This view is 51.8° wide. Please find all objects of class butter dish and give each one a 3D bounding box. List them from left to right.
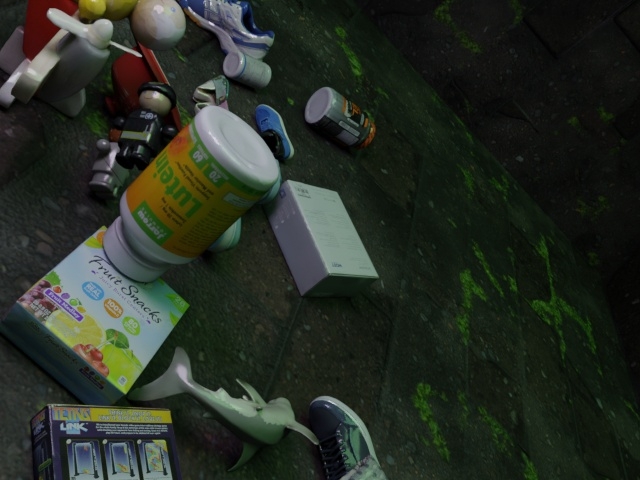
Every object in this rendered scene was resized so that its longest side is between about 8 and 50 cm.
[{"bbox_3d":[-0.337,-0.267,1.210,0.160,0.118,0.160,60,-12,19],"label":"butter dish"}]

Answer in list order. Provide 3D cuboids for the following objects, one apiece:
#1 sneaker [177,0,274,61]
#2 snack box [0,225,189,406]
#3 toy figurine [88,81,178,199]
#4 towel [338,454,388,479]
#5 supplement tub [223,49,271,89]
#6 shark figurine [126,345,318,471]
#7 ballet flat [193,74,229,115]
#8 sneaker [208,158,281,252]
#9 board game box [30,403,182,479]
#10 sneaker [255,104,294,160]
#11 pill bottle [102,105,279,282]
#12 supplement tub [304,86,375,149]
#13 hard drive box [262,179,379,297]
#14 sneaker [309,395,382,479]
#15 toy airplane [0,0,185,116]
[{"bbox_3d":[-0.240,-0.580,1.676,0.296,0.131,0.112,44,32,-11],"label":"sneaker"},{"bbox_3d":[-0.296,0.100,0.891,0.174,0.070,0.207,45,28,-12],"label":"snack box"},{"bbox_3d":[-0.246,-0.131,1.061,0.213,0.209,0.148,26,60,-28],"label":"toy figurine"},{"bbox_3d":[0.040,0.502,0.861,0.324,0.056,0.312,-27,81,-40],"label":"towel"},{"bbox_3d":[-0.183,-0.424,1.642,0.107,0.071,0.071,10,49,-51],"label":"supplement tub"},{"bbox_3d":[-0.122,0.265,0.933,0.278,0.116,0.166,34,-1,-43],"label":"shark figurine"},{"bbox_3d":[-0.235,-0.290,1.428,0.079,0.077,0.222,9,47,-25],"label":"ballet flat"},{"bbox_3d":[-0.147,-0.092,1.264,0.208,0.127,0.319,23,41,-39],"label":"sneaker"},{"bbox_3d":[-0.250,0.272,0.785,0.170,0.048,0.141,19,41,-44],"label":"board game box"},{"bbox_3d":[-0.123,-0.259,1.553,0.152,0.058,0.084,65,22,10],"label":"sneaker"},{"bbox_3d":[-0.185,-0.054,0.904,0.136,0.245,0.136,40,23,-21],"label":"pill bottle"},{"bbox_3d":[0.058,-0.334,1.836,0.190,0.117,0.117,25,38,-39],"label":"supplement tub"},{"bbox_3d":[0.000,0.000,1.405,0.181,0.089,0.232,8,50,-51],"label":"hard drive box"},{"bbox_3d":[0.025,0.363,1.034,0.226,0.086,0.163,59,27,11],"label":"sneaker"},{"bbox_3d":[-0.348,-0.346,1.013,0.272,0.384,0.386,18,82,-13],"label":"toy airplane"}]
